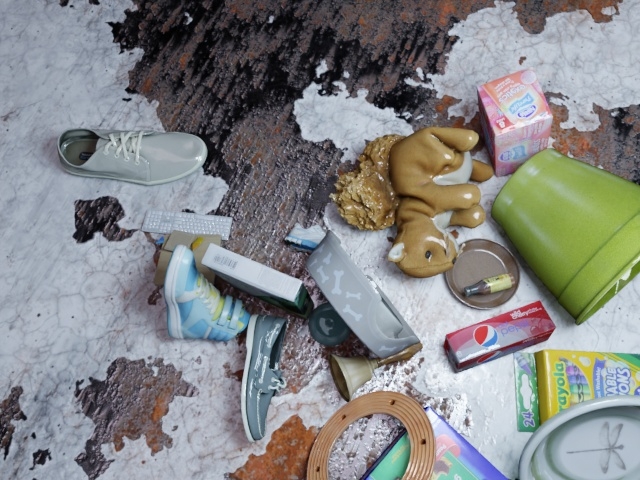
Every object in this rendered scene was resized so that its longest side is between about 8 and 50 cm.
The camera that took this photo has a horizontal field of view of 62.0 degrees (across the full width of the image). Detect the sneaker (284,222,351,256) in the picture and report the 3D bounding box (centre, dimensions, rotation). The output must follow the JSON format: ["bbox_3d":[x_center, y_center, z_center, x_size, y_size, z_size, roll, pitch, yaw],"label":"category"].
[{"bbox_3d":[0.000,0.000,1.482,0.191,0.071,0.083,20,68,9],"label":"sneaker"}]

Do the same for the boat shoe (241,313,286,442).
[{"bbox_3d":[-0.138,0.343,1.351,0.099,0.116,0.319,-2,67,6],"label":"boat shoe"}]

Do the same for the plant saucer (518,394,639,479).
[{"bbox_3d":[0.645,0.484,1.205,0.400,0.100,0.400,2,115,4],"label":"plant saucer"}]

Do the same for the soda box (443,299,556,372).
[{"bbox_3d":[0.453,0.246,1.358,0.263,0.092,0.083,-19,57,-4],"label":"soda box"}]

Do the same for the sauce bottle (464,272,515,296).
[{"bbox_3d":[0.442,0.118,1.395,0.128,0.042,0.042,-15,72,-4],"label":"sauce bottle"}]

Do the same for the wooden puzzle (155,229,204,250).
[{"bbox_3d":[-0.387,0.005,1.471,0.116,0.014,0.078,18,55,14],"label":"wooden puzzle"}]

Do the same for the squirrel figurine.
[{"bbox_3d":[0.237,-0.093,1.432,0.397,0.281,0.370,13,83,22],"label":"squirrel figurine"}]

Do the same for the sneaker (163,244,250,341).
[{"bbox_3d":[-0.278,0.141,1.345,0.208,0.319,0.127,9,46,-2],"label":"sneaker"}]

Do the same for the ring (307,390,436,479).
[{"bbox_3d":[0.115,0.503,1.229,0.337,0.032,0.336,-26,33,19],"label":"ring"}]

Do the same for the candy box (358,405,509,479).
[{"bbox_3d":[0.282,0.599,1.242,0.317,0.122,0.268,42,79,14],"label":"candy box"}]

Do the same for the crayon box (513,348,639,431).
[{"bbox_3d":[0.657,0.379,1.317,0.323,0.083,0.203,2,72,4],"label":"crayon box"}]

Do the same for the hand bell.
[{"bbox_3d":[0.154,0.309,1.369,0.242,0.126,0.126,-18,72,-17],"label":"hand bell"}]

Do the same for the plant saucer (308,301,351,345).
[{"bbox_3d":[0.026,0.222,1.431,0.119,0.021,0.119,-1,72,3],"label":"plant saucer"}]

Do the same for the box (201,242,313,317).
[{"bbox_3d":[-0.142,0.110,1.319,0.232,0.322,0.058,22,79,10],"label":"box"}]

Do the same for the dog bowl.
[{"bbox_3d":[0.095,0.138,1.299,0.102,0.349,0.349,-39,74,4],"label":"dog bowl"}]

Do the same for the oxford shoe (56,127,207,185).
[{"bbox_3d":[-0.562,-0.258,1.562,0.449,0.130,0.169,1,70,2],"label":"oxford shoe"}]

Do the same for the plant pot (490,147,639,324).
[{"bbox_3d":[0.640,-0.042,1.340,0.366,0.366,0.353,-37,63,-9],"label":"plant pot"}]

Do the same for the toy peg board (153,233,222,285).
[{"bbox_3d":[-0.359,0.070,1.482,0.161,0.079,0.160,1,56,2],"label":"toy peg board"}]

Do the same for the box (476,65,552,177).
[{"bbox_3d":[0.514,-0.302,1.421,0.142,0.300,0.154,-18,72,14],"label":"box"}]

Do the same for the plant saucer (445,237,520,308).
[{"bbox_3d":[0.437,0.092,1.446,0.199,0.036,0.198,-1,71,3],"label":"plant saucer"}]

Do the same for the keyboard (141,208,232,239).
[{"bbox_3d":[-0.386,-0.047,1.542,0.256,0.014,0.072,6,72,4],"label":"keyboard"}]
